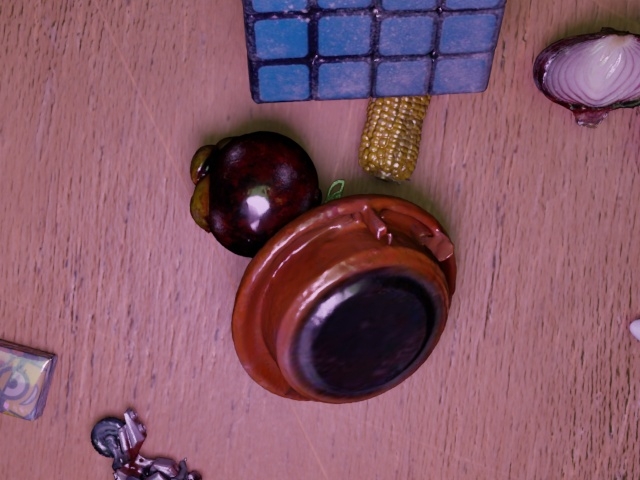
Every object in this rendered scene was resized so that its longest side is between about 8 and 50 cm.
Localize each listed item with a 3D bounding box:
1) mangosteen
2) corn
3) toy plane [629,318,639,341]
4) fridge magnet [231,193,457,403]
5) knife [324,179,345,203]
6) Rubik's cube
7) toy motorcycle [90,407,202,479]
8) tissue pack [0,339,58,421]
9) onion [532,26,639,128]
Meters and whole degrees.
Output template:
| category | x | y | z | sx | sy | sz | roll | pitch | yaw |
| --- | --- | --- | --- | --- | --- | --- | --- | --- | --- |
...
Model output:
| category | x | y | z | sx | sy | sz | roll | pitch | yaw |
| --- | --- | --- | --- | --- | --- | --- | --- | --- | --- |
| mangosteen | -0.098 | -0.069 | 1.421 | 0.209 | 0.210 | 0.210 | 0 | 95 | -1 |
| corn | 0.131 | -0.233 | 1.460 | 0.101 | 0.101 | 0.292 | 16 | 96 | -3 |
| toy plane | 0.614 | 0.173 | 1.499 | 0.255 | 0.101 | 0.251 | 11 | 55 | 13 |
| fridge magnet | 0.045 | 0.099 | 1.410 | 0.363 | 0.155 | 0.364 | -13 | 126 | -18 |
| knife | 0.000 | 0.000 | 1.520 | 0.030 | 0.014 | 0.207 | 18 | 94 | -1 |
| Rubik's cube | 0.059 | -0.416 | 1.264 | 0.337 | 0.344 | 0.344 | -4 | 56 | -1 |
| toy motorcycle | -0.270 | 0.362 | 1.511 | 0.122 | 0.082 | 0.213 | -31 | 96 | 3 |
| tissue pack | -0.503 | 0.214 | 1.503 | 0.148 | 0.060 | 0.109 | 16 | 93 | -4 |
| onion | 0.420 | -0.258 | 1.465 | 0.205 | 0.098 | 0.151 | 3 | 118 | -10 |
